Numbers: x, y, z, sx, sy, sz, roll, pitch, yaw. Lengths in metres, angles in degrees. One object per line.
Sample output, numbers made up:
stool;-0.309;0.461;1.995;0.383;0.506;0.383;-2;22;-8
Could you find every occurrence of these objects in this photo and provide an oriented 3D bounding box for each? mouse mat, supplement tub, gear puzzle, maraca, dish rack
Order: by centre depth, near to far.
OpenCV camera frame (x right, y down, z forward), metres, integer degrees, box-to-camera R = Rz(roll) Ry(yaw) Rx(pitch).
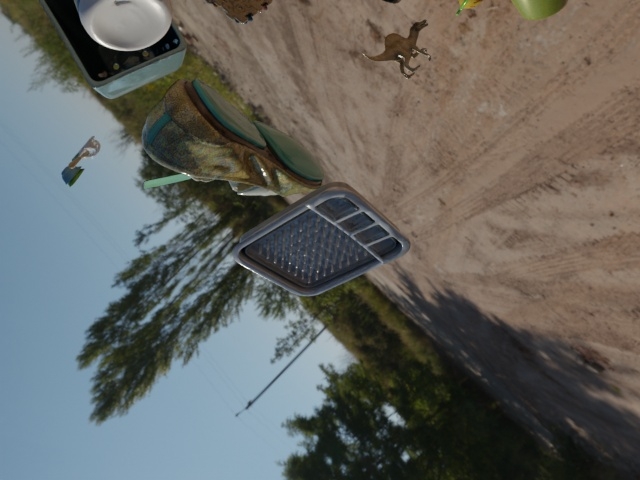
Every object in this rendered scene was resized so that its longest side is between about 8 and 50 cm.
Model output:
supplement tub;-0.348;-0.444;0.737;0.144;0.144;0.199;63;-176;-78
dish rack;0.000;0.000;0.987;0.286;0.333;0.072;34;-142;-40
gear puzzle;-0.325;-0.769;1.315;0.339;0.175;0.044;37;149;-1
maraca;0.568;-0.929;1.657;0.099;0.127;0.186;39;172;-2
mouse mat;-0.578;-0.231;1.674;0.153;0.190;0.007;-12;94;66

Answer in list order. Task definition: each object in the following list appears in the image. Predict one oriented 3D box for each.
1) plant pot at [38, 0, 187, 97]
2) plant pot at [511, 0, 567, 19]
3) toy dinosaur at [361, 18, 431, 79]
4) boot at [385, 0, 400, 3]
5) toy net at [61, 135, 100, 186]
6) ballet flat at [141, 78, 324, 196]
plant pot;-0.513;-0.515;1.140;0.247;0.248;0.252;61;167;-8
plant pot;0.653;-0.836;1.319;0.275;0.275;0.293;39;172;46
toy dinosaur;0.156;-0.366;0.866;0.092;0.183;0.053;50;157;-1
boot;0.157;-0.569;0.816;0.084;0.246;0.161;23;147;-3
toy net;-0.689;-0.246;1.289;0.232;0.122;0.045;-24;129;39
ballet flat;-0.108;-0.116;0.621;0.123;0.123;0.348;42;-168;19
